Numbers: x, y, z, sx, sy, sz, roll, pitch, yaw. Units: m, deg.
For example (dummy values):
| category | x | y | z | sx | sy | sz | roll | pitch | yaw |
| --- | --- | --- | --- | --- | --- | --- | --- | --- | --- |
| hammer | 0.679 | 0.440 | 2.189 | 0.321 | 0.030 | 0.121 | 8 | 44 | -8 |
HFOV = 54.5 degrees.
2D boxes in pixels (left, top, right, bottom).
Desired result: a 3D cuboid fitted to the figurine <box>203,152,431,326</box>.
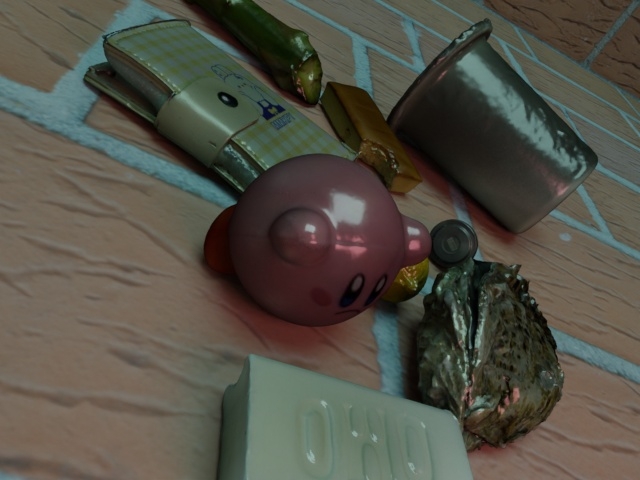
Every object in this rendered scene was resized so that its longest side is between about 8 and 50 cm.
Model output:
| category | x | y | z | sx | sy | sz | roll | pitch | yaw |
| --- | --- | --- | --- | --- | --- | --- | --- | --- | --- |
| figurine | 0.000 | 0.000 | 0.592 | 0.173 | 0.173 | 0.173 | 23 | 35 | -17 |

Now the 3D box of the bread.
| category | x | y | z | sx | sy | sz | roll | pitch | yaw |
| --- | --- | --- | --- | --- | --- | --- | --- | --- | --- |
| bread | 0.074 | -0.163 | 0.973 | 0.088 | 0.049 | 0.226 | 8 | 42 | -34 |

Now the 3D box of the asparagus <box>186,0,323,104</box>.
| category | x | y | z | sx | sy | sz | roll | pitch | yaw |
| --- | --- | --- | --- | --- | --- | --- | --- | --- | --- |
| asparagus | -0.116 | -0.355 | 1.026 | 0.082 | 0.085 | 0.343 | -36 | 74 | -30 |

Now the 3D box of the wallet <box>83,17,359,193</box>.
| category | x | y | z | sx | sy | sz | roll | pitch | yaw |
| --- | --- | --- | --- | --- | --- | --- | --- | --- | --- |
| wallet | -0.113 | -0.161 | 0.794 | 0.309 | 0.077 | 0.223 | 38 | 30 | 4 |

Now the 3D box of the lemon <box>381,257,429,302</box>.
| category | x | y | z | sx | sy | sz | roll | pitch | yaw |
| --- | --- | --- | --- | --- | --- | --- | --- | --- | --- |
| lemon | 0.082 | 0.027 | 0.708 | 0.082 | 0.082 | 0.111 | 14 | 31 | -28 |

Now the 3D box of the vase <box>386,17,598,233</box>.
| category | x | y | z | sx | sy | sz | roll | pitch | yaw |
| --- | --- | --- | --- | --- | --- | --- | --- | --- | --- |
| vase | 0.289 | -0.174 | 1.016 | 0.291 | 0.245 | 0.245 | 45 | 34 | 8 |

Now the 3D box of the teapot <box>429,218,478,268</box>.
| category | x | y | z | sx | sy | sz | roll | pitch | yaw |
| --- | --- | --- | --- | --- | --- | --- | --- | --- | --- |
| teapot | 0.187 | 0.013 | 0.844 | 0.088 | 0.066 | 0.057 | 66 | 21 | 7 |

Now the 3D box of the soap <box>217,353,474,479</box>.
| category | x | y | z | sx | sy | sz | roll | pitch | yaw |
| --- | --- | --- | --- | --- | --- | --- | --- | --- | --- |
| soap | 0.022 | 0.173 | 0.482 | 0.197 | 0.067 | 0.119 | 21 | 37 | -20 |

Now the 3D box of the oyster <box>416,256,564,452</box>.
| category | x | y | z | sx | sy | sz | roll | pitch | yaw |
| --- | --- | --- | --- | --- | --- | --- | --- | --- | --- |
| oyster | 0.174 | 0.117 | 0.667 | 0.267 | 0.112 | 0.199 | 3 | 65 | -50 |
